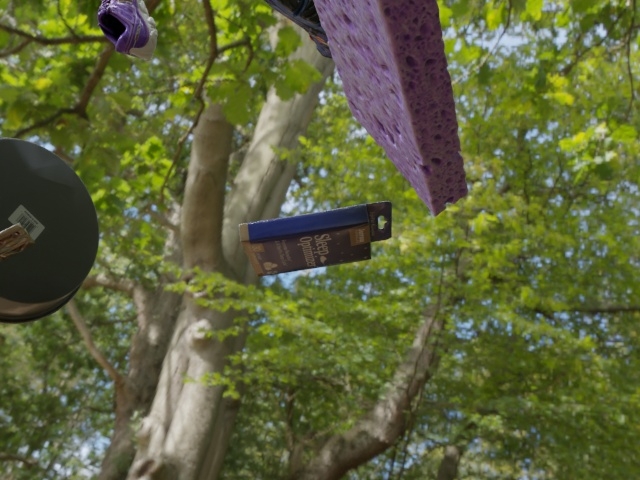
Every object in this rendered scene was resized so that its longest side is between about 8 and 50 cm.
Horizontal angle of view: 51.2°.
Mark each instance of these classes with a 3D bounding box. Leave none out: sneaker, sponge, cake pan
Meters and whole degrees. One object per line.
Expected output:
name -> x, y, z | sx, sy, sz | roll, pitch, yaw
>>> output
sneaker -> 0.008, -0.246, 0.747 | 0.221, 0.083, 0.087 | 27, -20, -25
sponge -> 0.035, -0.109, 0.392 | 0.031, 0.117, 0.210 | -32, -31, 0
sneaker -> -0.286, -0.327, 0.942 | 0.071, 0.170, 0.068 | -5, -36, -42
cake pan -> -0.453, -0.024, 0.999 | 0.054, 0.293, 0.293 | -15, -47, 33

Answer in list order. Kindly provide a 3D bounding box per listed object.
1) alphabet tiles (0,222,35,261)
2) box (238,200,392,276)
alphabet tiles -> -0.419, 0.051, 0.702 | 0.009, 0.237, 0.198 | 60, -19, -1
box -> 0.000, 0.000, 1.014 | 0.225, 0.036, 0.136 | -10, -26, 1
